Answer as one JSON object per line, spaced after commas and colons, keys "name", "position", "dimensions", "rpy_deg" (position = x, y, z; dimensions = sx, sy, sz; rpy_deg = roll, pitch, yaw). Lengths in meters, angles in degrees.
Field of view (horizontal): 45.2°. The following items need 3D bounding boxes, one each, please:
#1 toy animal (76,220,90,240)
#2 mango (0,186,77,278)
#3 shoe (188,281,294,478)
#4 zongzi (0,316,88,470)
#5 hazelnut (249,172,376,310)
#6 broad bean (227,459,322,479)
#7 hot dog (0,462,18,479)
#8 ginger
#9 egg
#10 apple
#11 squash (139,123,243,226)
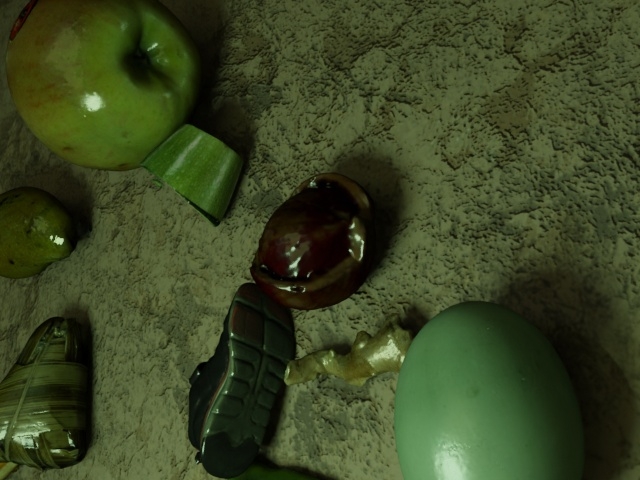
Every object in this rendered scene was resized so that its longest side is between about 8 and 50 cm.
{"name": "toy animal", "position": [-0.506, -0.020, 1.596], "dimensions": [0.084, 0.028, 0.050], "rpy_deg": [-29, 70, 30]}
{"name": "mango", "position": [-0.617, -0.020, 1.591], "dimensions": [0.329, 0.177, 0.176], "rpy_deg": [-14, 32, 52]}
{"name": "shoe", "position": [-0.130, 0.210, 1.178], "dimensions": [0.137, 0.114, 0.291], "rpy_deg": [-13, 57, 59]}
{"name": "zongzi", "position": [-0.583, 0.285, 1.433], "dimensions": [0.134, 0.288, 0.286], "rpy_deg": [104, 162, -63]}
{"name": "hazelnut", "position": [-0.007, 0.000, 1.082], "dimensions": [0.170, 0.160, 0.202], "rpy_deg": [2, 74, 14]}
{"name": "broad bean", "position": [-0.087, 0.354, 1.136], "dimensions": [0.297, 0.043, 0.060], "rpy_deg": [5, 72, 42]}
{"name": "hot dog", "position": [-0.619, 0.403, 1.552], "dimensions": [0.270, 0.072, 0.109], "rpy_deg": [-51, 50, 16]}
{"name": "ginger", "position": [0.073, 0.150, 1.039], "dimensions": [0.288, 0.075, 0.089], "rpy_deg": [-16, 91, 31]}
{"name": "egg", "position": [0.182, 0.205, 0.845], "dimensions": [0.202, 0.202, 0.283], "rpy_deg": [-19, 61, 35]}
{"name": "apple", "position": [-0.375, -0.294, 1.356], "dimensions": [0.305, 0.338, 0.339], "rpy_deg": [12, 86, 49]}
{"name": "squash", "position": [-0.213, -0.116, 1.300], "dimensions": [0.170, 0.170, 0.123], "rpy_deg": [27, 84, 41]}
